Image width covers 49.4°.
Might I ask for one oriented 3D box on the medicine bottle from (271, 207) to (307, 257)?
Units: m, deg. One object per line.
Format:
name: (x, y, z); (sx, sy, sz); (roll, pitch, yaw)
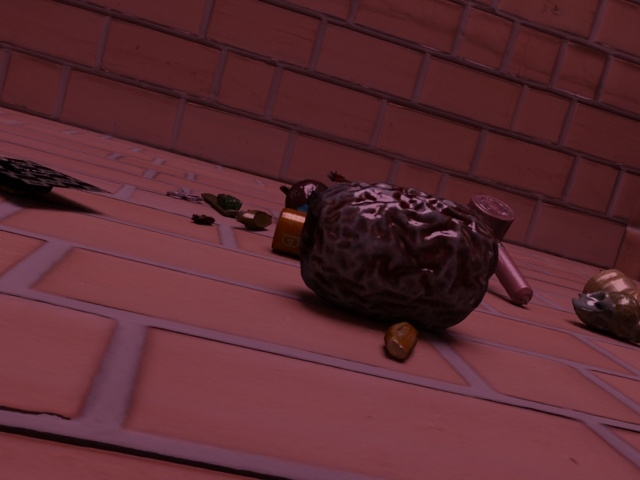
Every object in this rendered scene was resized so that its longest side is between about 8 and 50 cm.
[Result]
medicine bottle: (0.000, 0.000, 1.463); (0.192, 0.096, 0.096); (17, 8, 1)

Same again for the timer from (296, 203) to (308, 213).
timer: (0.042, 0.013, 1.648); (0.250, 0.091, 0.232); (28, 8, 3)

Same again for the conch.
conch: (0.673, 0.171, 1.612); (0.173, 0.105, 0.116); (3, 11, 18)

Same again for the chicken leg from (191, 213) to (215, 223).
chicken leg: (-0.258, -0.047, 1.561); (0.036, 0.021, 0.083); (9, 3, 27)

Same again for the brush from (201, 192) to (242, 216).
brush: (-0.272, -0.108, 1.900); (0.054, 0.048, 0.282); (12, 6, -24)

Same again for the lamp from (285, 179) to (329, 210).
lamp: (-0.031, -0.089, 1.935); (0.157, 0.156, 0.135); (43, -44, -15)

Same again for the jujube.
jujube: (0.121, 0.022, 1.105); (0.317, 0.225, 0.226); (16, 7, -13)

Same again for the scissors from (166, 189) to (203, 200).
scissors: (-0.381, -0.131, 1.944); (0.100, 0.015, 0.189); (11, 7, -15)

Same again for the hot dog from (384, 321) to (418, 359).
hot dog: (0.110, 0.135, 0.957); (0.044, 0.028, 0.137); (43, 14, 6)

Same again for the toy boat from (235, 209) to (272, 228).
toy boat: (-0.164, -0.051, 1.693); (0.049, 0.047, 0.149); (4, 1, 17)

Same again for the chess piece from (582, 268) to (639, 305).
chess piece: (0.802, 0.189, 1.741); (0.137, 0.137, 0.301); (12, 19, -24)

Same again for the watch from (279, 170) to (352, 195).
watch: (0.029, -0.121, 2.044); (0.268, 0.165, 0.102); (41, -1, -18)

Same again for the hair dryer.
hair dryer: (0.438, 0.060, 1.781); (0.126, 0.210, 0.352); (11, 33, -22)

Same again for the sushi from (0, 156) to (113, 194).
sushi: (-0.562, -0.113, 1.328); (0.280, 0.043, 0.193); (20, 9, 32)
